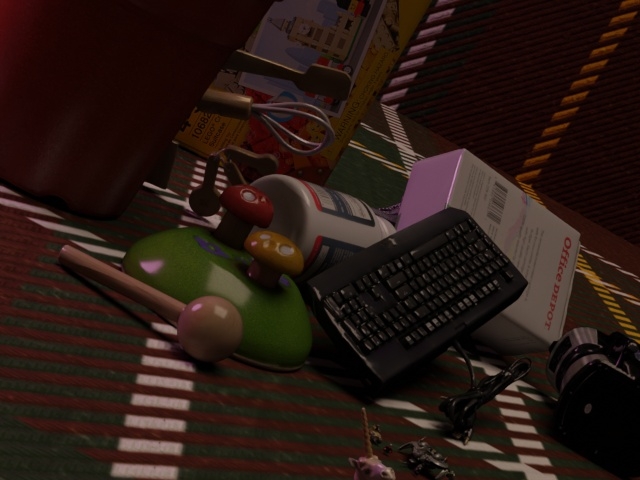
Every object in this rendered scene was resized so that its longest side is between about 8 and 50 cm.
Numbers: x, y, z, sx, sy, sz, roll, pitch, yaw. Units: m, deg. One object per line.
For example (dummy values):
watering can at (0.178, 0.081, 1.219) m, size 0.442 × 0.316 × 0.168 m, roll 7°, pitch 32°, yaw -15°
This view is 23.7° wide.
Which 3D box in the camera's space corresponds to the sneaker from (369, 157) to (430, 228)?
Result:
sneaker at (0.101, -0.033, 1.794) m, size 0.101 × 0.153 × 0.268 m, roll -2°, pitch -18°, yaw 45°

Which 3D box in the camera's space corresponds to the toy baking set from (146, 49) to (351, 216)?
toy baking set at (-0.095, -0.129, 1.575) m, size 0.196 × 0.256 × 0.030 m, roll 40°, pitch 29°, yaw -14°

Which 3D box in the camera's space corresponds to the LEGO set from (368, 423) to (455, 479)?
LEGO set at (0.077, 0.171, 1.247) m, size 0.083 × 0.023 × 0.054 m, roll 27°, pitch 12°, yaw -18°

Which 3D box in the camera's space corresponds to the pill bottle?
pill bottle at (0.000, 0.000, 1.568) m, size 0.108 × 0.108 × 0.180 m, roll 39°, pitch 14°, yaw 36°

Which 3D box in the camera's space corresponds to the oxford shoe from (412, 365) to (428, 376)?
oxford shoe at (0.093, 0.072, 1.527) m, size 0.082 × 0.096 × 0.227 m, roll 33°, pitch 13°, yaw 3°

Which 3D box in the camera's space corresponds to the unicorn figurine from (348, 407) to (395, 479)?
unicorn figurine at (0.079, 0.205, 1.058) m, size 0.162 × 0.060 × 0.111 m, roll 42°, pitch 3°, yaw -33°

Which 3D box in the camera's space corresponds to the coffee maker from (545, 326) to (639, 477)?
coffee maker at (0.323, 0.182, 1.639) m, size 0.171 × 0.120 × 0.178 m, roll 53°, pitch 12°, yaw -5°

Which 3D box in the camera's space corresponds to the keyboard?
keyboard at (0.121, 0.077, 1.455) m, size 0.201 × 0.033 × 0.317 m, roll 54°, pitch 35°, yaw 6°

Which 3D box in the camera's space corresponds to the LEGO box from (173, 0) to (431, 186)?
LEGO box at (-0.063, -0.354, 1.925) m, size 0.372 × 0.500 × 0.193 m, roll 25°, pitch 12°, yaw -21°

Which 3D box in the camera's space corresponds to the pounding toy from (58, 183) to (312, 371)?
pounding toy at (-0.079, 0.017, 1.297) m, size 0.183 × 0.110 × 0.237 m, roll 35°, pitch 12°, yaw 21°

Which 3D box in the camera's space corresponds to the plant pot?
plant pot at (-0.213, -0.183, 1.425) m, size 0.272 × 0.265 × 0.272 m, roll 29°, pitch 11°, yaw -6°

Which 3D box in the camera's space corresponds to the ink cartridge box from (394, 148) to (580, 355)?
ink cartridge box at (0.186, 0.018, 1.729) m, size 0.212 × 0.154 × 0.093 m, roll 31°, pitch -27°, yaw -30°
